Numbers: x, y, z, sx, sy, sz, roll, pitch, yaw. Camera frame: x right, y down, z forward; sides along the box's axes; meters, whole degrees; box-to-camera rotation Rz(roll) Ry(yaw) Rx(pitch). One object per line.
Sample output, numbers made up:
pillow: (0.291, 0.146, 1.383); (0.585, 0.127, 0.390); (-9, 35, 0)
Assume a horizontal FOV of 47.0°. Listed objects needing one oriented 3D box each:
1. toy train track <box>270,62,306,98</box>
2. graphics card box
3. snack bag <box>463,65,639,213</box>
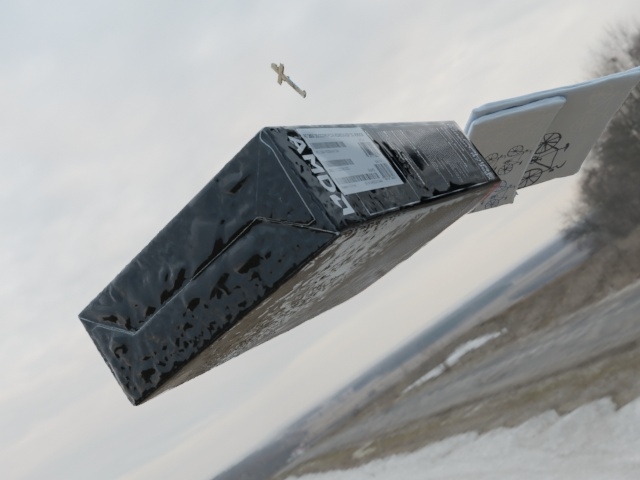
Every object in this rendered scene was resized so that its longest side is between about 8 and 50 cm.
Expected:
toy train track: (-0.050, -0.268, 1.223); (0.014, 0.083, 0.048); (-37, -18, -26)
graphics card box: (0.000, 0.000, 0.650); (0.232, 0.094, 0.371); (-40, -10, 29)
snack bag: (0.382, -0.162, 1.330); (0.342, 0.037, 0.323); (-16, -28, -14)
